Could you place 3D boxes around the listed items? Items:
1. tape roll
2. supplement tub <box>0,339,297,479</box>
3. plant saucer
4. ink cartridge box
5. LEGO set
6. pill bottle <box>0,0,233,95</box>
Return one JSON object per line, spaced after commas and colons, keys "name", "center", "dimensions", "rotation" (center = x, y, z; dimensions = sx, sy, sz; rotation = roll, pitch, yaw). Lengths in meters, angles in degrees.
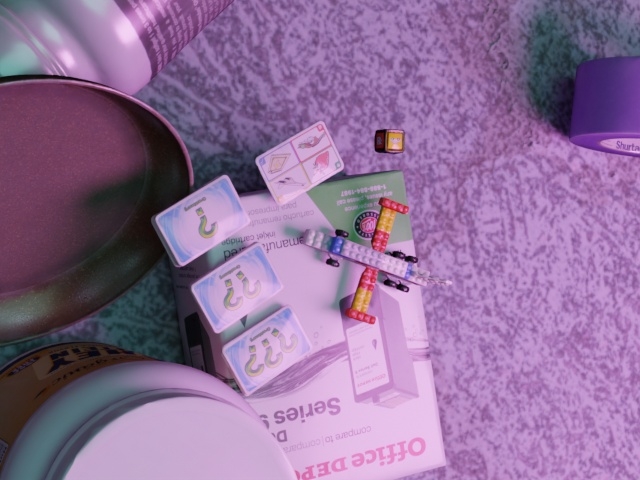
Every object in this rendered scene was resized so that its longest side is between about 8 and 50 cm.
{"name": "tape roll", "center": [0.357, -0.134, 1.393], "dimensions": [0.189, 0.189, 0.080], "rotation": [8, 87, -25]}
{"name": "supplement tub", "center": [-0.164, 0.203, 1.084], "dimensions": [0.228, 0.316, 0.228], "rotation": [0, 91, -25]}
{"name": "plant saucer", "center": [-0.259, -0.026, 1.097], "dimensions": [0.311, 0.310, 0.050], "rotation": [-11, 51, -25]}
{"name": "ink cartridge box", "center": [-0.014, 0.092, 1.259], "dimensions": [0.211, 0.121, 0.289], "rotation": [-11, 95, -25]}
{"name": "LEGO set", "center": [0.000, 0.000, 1.169], "dimensions": [0.244, 0.060, 0.182], "rotation": [-32, 106, -23]}
{"name": "pill bottle", "center": [-0.172, -0.235, 1.152], "dimensions": [0.318, 0.176, 0.176], "rotation": [-47, 108, -18]}
